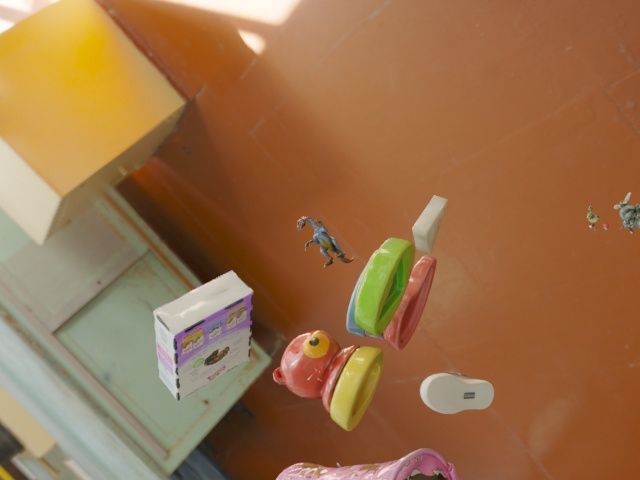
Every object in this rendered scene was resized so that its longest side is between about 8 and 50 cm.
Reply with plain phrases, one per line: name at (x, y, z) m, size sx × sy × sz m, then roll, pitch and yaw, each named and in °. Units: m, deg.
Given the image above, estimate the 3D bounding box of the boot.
boot at (0.218, 0.264, 1.280) m, size 0.190 × 0.069 × 0.086 m, roll 17°, pitch 173°, yaw -41°

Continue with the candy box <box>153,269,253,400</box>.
candy box at (-0.207, 0.172, 1.296) m, size 0.070 × 0.165 × 0.196 m, roll 42°, pitch 143°, yaw 30°

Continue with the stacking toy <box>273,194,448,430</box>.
stacking toy at (0.060, 0.078, 1.044) m, size 0.130 × 0.309 × 0.279 m, roll 21°, pitch 125°, yaw 19°

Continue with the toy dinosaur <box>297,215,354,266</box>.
toy dinosaur at (0.000, 0.000, 1.099) m, size 0.082 × 0.047 × 0.090 m, roll 59°, pitch -168°, yaw 25°

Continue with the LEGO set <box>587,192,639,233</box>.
LEGO set at (0.358, -0.025, 0.855) m, size 0.083 × 0.023 × 0.054 m, roll -22°, pitch 111°, yaw 33°

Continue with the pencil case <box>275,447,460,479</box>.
pencil case at (0.065, 0.439, 1.206) m, size 0.160 × 0.167 × 0.386 m, roll 31°, pitch 149°, yaw -21°
